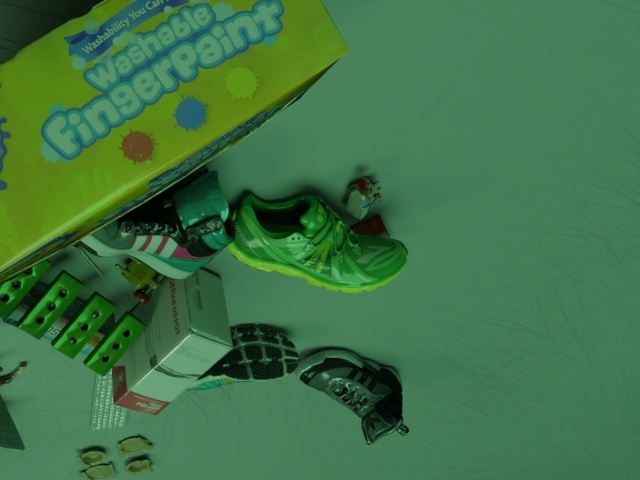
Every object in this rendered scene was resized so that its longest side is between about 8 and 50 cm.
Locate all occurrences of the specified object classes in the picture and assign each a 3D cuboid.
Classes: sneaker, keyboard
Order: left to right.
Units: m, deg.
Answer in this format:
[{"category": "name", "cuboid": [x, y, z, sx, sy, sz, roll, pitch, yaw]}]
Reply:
[{"category": "keyboard", "cuboid": [-0.391, 0.286, 1.659, 0.072, 0.014, 0.256, 0, 136, -19]}, {"category": "sneaker", "cuboid": [-0.223, -0.040, 1.261, 0.178, 0.124, 0.295, -32, 151, 20]}, {"category": "sneaker", "cuboid": [-0.178, 0.225, 1.624, 0.275, 0.107, 0.110, -4, 157, -8]}, {"category": "sneaker", "cuboid": [0.000, 0.000, 1.376, 0.295, 0.109, 0.124, 10, 129, -8]}, {"category": "sneaker", "cuboid": [0.075, 0.314, 1.742, 0.268, 0.153, 0.101, 20, 126, -35]}]

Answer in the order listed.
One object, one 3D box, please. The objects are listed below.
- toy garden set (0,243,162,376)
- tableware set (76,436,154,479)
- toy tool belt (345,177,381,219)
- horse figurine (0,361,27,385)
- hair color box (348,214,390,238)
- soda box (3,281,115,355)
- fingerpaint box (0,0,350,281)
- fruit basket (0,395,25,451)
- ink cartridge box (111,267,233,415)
[{"category": "toy garden set", "cuboid": [-0.370, 0.073, 1.374, 0.204, 0.049, 0.244, -50, 128, -3]}, {"category": "tableware set", "cuboid": [-0.428, 0.464, 1.836, 0.168, 0.020, 0.141, -12, 138, -5]}, {"category": "toy tool belt", "cuboid": [0.072, -0.077, 1.403, 0.051, 0.052, 0.083, -37, 158, -39]}, {"category": "horse figurine", "cuboid": [-0.636, 0.258, 1.508, 0.263, 0.066, 0.174, 22, 120, -39]}, {"category": "hair color box", "cuboid": [0.051, 0.016, 1.493, 0.141, 0.043, 0.072, -23, 138, 5]}, {"category": "soda box", "cuboid": [-0.426, 0.128, 1.440, 0.063, 0.058, 0.183, -38, 134, 21]}, {"category": "fingerpaint box", "cuboid": [-0.217, -0.119, 0.927, 0.444, 0.371, 0.163, -33, 96, -6]}, {"category": "fruit basket", "cuboid": [-0.607, 0.189, 1.220, 0.327, 0.353, 0.166, 21, 102, -37]}, {"category": "ink cartridge box", "cuboid": [-0.253, 0.164, 1.463, 0.092, 0.159, 0.218, 25, 124, -36]}]
